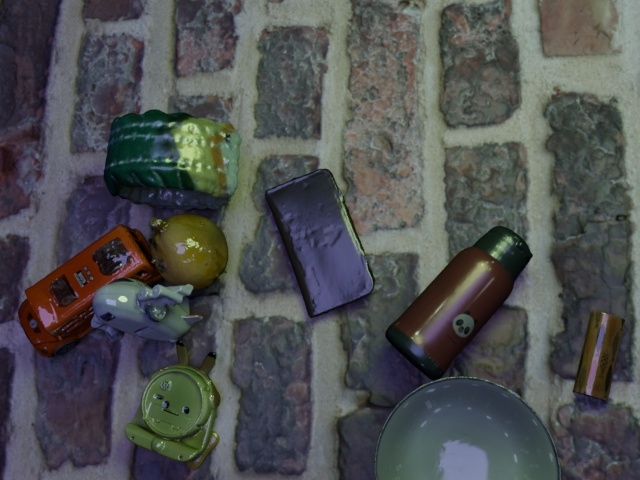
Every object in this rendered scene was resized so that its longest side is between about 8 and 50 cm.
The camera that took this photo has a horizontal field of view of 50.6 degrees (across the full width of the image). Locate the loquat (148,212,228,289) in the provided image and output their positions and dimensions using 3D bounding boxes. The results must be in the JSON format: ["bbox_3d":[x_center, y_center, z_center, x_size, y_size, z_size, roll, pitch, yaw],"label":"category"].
[{"bbox_3d":[-0.286,0.018,1.440,0.149,0.204,0.172,-33,39,25],"label":"loquat"}]

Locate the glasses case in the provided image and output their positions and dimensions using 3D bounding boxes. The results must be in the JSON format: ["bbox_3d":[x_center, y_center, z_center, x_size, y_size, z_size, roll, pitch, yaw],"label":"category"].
[{"bbox_3d":[0.565,0.233,1.366,0.064,0.041,0.170,16,80,9],"label":"glasses case"}]

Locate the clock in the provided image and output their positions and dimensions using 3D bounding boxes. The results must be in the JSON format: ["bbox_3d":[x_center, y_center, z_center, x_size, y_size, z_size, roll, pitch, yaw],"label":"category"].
[{"bbox_3d":[-0.298,0.334,1.424,0.170,0.069,0.232,16,79,14],"label":"clock"}]

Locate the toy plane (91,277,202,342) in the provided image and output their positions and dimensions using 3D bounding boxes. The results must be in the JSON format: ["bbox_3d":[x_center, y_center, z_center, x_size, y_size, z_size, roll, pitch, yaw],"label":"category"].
[{"bbox_3d":[-0.359,0.141,1.396,0.244,0.245,0.117,-7,61,5],"label":"toy plane"}]

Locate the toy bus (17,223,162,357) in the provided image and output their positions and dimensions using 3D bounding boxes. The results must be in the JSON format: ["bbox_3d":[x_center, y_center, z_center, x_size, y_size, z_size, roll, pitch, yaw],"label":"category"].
[{"bbox_3d":[-0.511,0.110,1.458,0.329,0.153,0.143,-35,77,0],"label":"toy bus"}]

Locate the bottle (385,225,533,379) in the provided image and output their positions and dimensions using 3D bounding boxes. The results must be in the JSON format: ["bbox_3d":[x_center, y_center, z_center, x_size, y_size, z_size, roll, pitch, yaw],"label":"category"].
[{"bbox_3d":[0.292,0.118,1.371,0.144,0.144,0.336,43,84,13],"label":"bottle"}]

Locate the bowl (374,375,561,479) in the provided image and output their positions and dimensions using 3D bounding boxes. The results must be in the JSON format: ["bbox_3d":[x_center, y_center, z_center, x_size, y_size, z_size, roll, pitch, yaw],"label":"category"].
[{"bbox_3d":[0.272,0.432,1.299,0.337,0.157,0.337,-1,77,6],"label":"bowl"}]

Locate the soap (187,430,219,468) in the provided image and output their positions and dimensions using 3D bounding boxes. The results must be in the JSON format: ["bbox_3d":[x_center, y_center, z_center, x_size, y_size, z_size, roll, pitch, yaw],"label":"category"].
[{"bbox_3d":[-0.249,0.443,1.430,0.034,0.012,0.089,37,85,14],"label":"soap"}]

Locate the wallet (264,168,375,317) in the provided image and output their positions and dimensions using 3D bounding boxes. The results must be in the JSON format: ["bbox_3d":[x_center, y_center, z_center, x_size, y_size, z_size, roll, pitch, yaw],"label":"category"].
[{"bbox_3d":[0.000,0.000,1.478,0.165,0.042,0.310,-22,76,4],"label":"wallet"}]

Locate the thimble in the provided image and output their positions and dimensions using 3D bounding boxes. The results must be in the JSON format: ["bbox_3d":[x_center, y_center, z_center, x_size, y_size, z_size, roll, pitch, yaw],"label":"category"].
[{"bbox_3d":[-0.307,-0.165,1.437,0.288,0.254,0.167,1,80,10],"label":"thimble"}]
